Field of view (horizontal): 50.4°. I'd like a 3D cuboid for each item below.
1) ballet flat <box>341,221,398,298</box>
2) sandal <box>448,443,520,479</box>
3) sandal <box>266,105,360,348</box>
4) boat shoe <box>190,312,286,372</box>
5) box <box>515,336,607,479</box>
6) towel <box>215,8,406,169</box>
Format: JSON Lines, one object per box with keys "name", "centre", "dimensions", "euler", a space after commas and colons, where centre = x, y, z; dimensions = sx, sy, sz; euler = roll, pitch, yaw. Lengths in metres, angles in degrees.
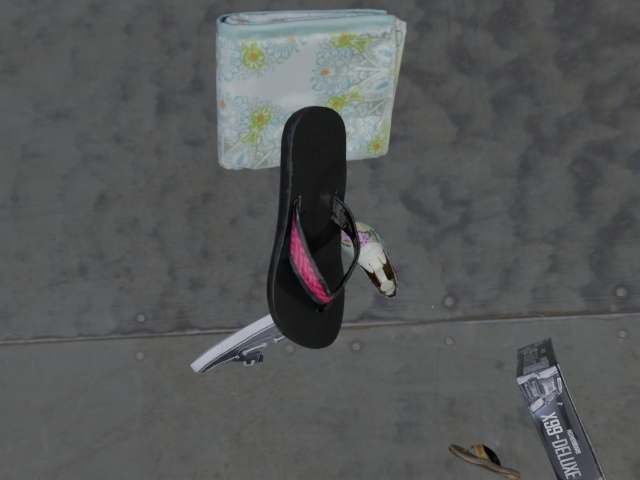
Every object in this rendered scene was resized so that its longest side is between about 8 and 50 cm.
{"name": "ballet flat", "centre": [0.109, 0.046, 1.356], "dimensions": [0.077, 0.221, 0.079], "euler": [-30, 46, 6]}
{"name": "sandal", "centre": [0.355, 0.465, 1.458], "dimensions": [0.072, 0.180, 0.049], "euler": [27, 77, -32]}
{"name": "sandal", "centre": [0.000, 0.000, 0.465], "dimensions": [0.040, 0.067, 0.179], "euler": [23, 120, 42]}
{"name": "boat shoe", "centre": [-0.180, 0.271, 1.730], "dimensions": [0.301, 0.108, 0.102], "euler": [-29, 89, -11]}
{"name": "box", "centre": [0.442, 0.325, 1.259], "dimensions": [0.077, 0.307, 0.242], "euler": [-23, 84, 15]}
{"name": "towel", "centre": [-0.022, -0.298, 1.372], "dimensions": [0.375, 0.090, 0.320], "euler": [-6, 127, -14]}
